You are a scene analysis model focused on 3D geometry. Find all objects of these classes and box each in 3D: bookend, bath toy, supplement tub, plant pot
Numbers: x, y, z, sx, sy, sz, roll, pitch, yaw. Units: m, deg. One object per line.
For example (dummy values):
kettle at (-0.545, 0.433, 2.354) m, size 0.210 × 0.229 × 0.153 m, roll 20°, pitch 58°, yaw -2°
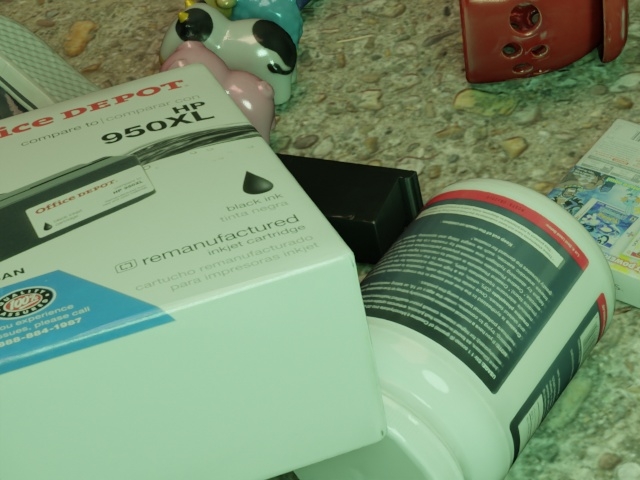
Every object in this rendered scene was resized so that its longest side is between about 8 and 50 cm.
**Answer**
bookend at (0.000, 0.000, 1.617) m, size 0.157 × 0.072 × 0.156 m, roll 8°, pitch 47°, yaw 23°
bath toy at (-0.110, -0.168, 1.770) m, size 0.151 × 0.129 × 0.348 m, roll -4°, pitch 36°, yaw 11°
supplement tub at (0.105, 0.096, 1.388) m, size 0.191 × 0.191 × 0.272 m, roll 17°, pitch 50°, yaw 32°
plant pot at (0.228, -0.265, 1.755) m, size 0.174 × 0.191 × 0.191 m, roll -5°, pitch 42°, yaw 7°

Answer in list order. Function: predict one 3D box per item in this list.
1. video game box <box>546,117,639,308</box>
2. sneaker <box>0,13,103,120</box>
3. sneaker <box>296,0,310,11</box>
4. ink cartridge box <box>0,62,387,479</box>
video game box at (0.314, -0.019, 1.562) m, size 0.205 × 0.048 × 0.187 m, roll 23°, pitch 52°, yaw 36°
sneaker at (-0.275, -0.101, 1.787) m, size 0.321 × 0.127 × 0.126 m, roll 42°, pitch 28°, yaw 20°
sneaker at (0.050, -0.395, 1.999) m, size 0.182 × 0.127 × 0.315 m, roll 5°, pitch 43°, yaw 25°
ink cartridge box at (-0.156, 0.032, 1.292) m, size 0.285 × 0.166 × 0.395 m, roll -17°, pitch 29°, yaw -12°
